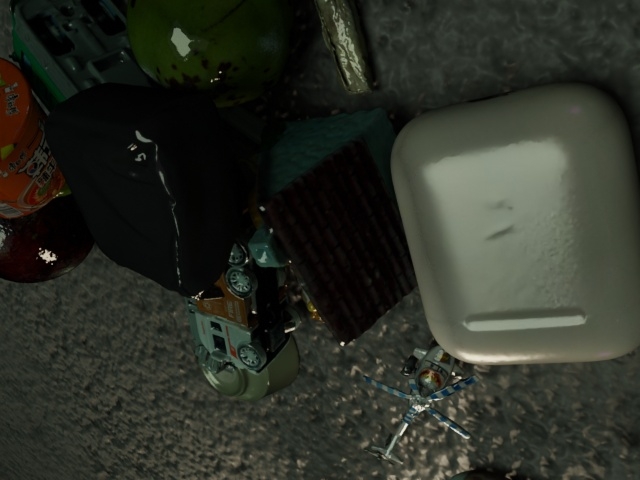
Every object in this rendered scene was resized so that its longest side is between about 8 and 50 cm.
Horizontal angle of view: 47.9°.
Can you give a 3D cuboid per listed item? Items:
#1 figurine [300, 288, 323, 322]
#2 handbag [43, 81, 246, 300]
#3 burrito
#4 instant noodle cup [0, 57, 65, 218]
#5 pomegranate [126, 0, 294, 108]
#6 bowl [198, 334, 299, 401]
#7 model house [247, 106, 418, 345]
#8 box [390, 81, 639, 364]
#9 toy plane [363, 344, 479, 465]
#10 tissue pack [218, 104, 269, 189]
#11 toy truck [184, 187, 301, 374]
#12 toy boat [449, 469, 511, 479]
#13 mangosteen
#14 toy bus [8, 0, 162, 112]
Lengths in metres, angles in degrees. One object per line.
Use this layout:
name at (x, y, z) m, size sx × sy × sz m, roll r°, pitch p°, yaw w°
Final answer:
figurine at (-0.005, 0.068, 1.199) m, size 0.068 × 0.101 × 0.143 m, roll -15°, pitch 96°, yaw 8°
handbag at (-0.225, -0.081, 1.022) m, size 0.302 × 0.178 × 0.275 m, roll 16°, pitch 134°, yaw 46°
burrito at (0.030, -0.293, 1.008) m, size 0.058 × 0.045 × 0.188 m, roll -14°, pitch 103°, yaw 16°
instant noodle cup at (-0.571, -0.163, 1.250) m, size 0.250 × 0.250 × 0.192 m, roll 34°, pitch 166°, yaw 21°
pomegranate at (-0.152, -0.299, 1.023) m, size 0.254 × 0.254 × 0.270 m, roll 33°, pitch 141°, yaw 21°
bowl at (-0.156, 0.224, 1.382) m, size 0.211 × 0.112 × 0.211 m, roll 19°, pitch 125°, yaw 30°
model house at (0.000, 0.000, 0.994) m, size 0.230 × 0.248 × 0.280 m, roll -2°, pitch 130°, yaw 39°
box at (0.248, -0.010, 0.897) m, size 0.289 × 0.141 × 0.348 m, roll -8°, pitch 107°, yaw 27°
toy plane at (0.166, 0.266, 1.172) m, size 0.182 × 0.107 × 0.273 m, roll 13°, pitch 132°, yaw 22°
tissue pack at (-0.150, -0.092, 1.229) m, size 0.185 × 0.081 × 0.257 m, roll 37°, pitch 131°, yaw 18°
toy truck at (-0.147, 0.075, 1.189) m, size 0.185 × 0.133 × 0.338 m, roll 13°, pitch 124°, yaw 26°
toy boat at (0.294, 0.461, 1.138) m, size 0.227 × 0.085 × 0.155 m, roll 13°, pitch 119°, yaw 48°
mangosteen at (-0.583, -0.060, 1.457) m, size 0.300 × 0.300 × 0.300 m, roll 18°, pitch 123°, yaw 31°
toy bus at (-0.382, -0.265, 1.259) m, size 0.343 × 0.184 × 0.199 m, roll 52°, pitch 147°, yaw 6°
